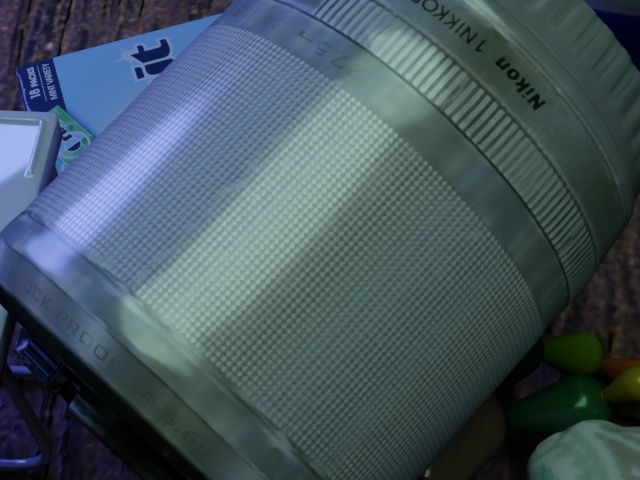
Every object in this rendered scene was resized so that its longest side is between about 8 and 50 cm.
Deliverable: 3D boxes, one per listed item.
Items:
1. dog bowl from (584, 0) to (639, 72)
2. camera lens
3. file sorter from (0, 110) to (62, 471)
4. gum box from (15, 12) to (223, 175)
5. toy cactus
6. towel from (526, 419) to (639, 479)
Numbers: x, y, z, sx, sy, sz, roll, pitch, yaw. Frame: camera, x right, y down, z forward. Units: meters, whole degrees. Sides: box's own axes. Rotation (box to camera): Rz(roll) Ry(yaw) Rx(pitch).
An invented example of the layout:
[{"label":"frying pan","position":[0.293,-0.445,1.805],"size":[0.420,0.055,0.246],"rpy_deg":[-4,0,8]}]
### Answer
[{"label":"dog bowl","position":[0.232,-0.241,0.947],"size":[0.265,0.104,0.265],"rpy_deg":[-2,54,2]},{"label":"camera lens","position":[0.000,0.000,0.621],"size":[0.219,0.219,0.274],"rpy_deg":[38,77,26]},{"label":"file sorter","position":[-0.247,0.086,0.703],"size":[0.193,0.173,0.277],"rpy_deg":[3,55,5]},{"label":"gum box","position":[-0.102,-0.077,0.891],"size":[0.184,0.041,0.157],"rpy_deg":[-16,55,-9]},{"label":"toy cactus","position":[0.102,0.072,0.726],"size":[0.219,0.112,0.180],"rpy_deg":[28,52,18]},{"label":"towel","position":[0.282,0.194,0.486],"size":[0.375,0.090,0.320],"rpy_deg":[3,26,-1]}]
